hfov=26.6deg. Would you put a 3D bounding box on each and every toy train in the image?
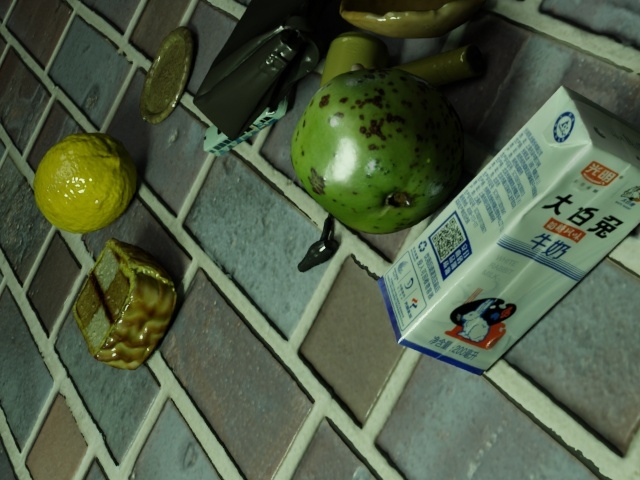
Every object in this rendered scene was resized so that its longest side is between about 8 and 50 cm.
[{"bbox_3d":[-0.117,-0.186,2.131,0.207,0.047,0.043,-23,53,51],"label":"toy train"}]

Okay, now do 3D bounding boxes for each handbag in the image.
[{"bbox_3d":[-0.053,-0.306,1.965,0.257,0.113,0.285,-40,20,53],"label":"handbag"}]

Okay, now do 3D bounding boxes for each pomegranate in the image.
[{"bbox_3d":[0.067,-0.130,1.653,0.214,0.214,0.248,-47,33,30],"label":"pomegranate"}]

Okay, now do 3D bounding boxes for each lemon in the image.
[{"bbox_3d":[-0.421,-0.104,2.424,0.193,0.180,0.181,133,148,-61],"label":"lemon"}]

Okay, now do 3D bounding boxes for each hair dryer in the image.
[{"bbox_3d":[0.106,-0.220,1.783,0.278,0.090,0.135,-10,60,48],"label":"hair dryer"},{"bbox_3d":[0.000,0.000,1.856,0.079,0.031,0.083,-39,26,53],"label":"hair dryer"}]

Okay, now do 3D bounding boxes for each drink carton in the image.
[{"bbox_3d":[0.210,-0.003,1.419,0.315,0.130,0.107,-48,37,28],"label":"drink carton"}]

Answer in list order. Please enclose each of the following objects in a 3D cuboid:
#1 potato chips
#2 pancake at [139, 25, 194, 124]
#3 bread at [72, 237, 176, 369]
[{"bbox_3d":[0.124,-0.295,1.750,0.208,0.195,0.062,12,120,40],"label":"potato chips"},{"bbox_3d":[-0.283,-0.302,2.491,0.199,0.021,0.199,-37,42,43],"label":"pancake"},{"bbox_3d":[-0.320,0.100,2.213,0.181,0.096,0.222,-62,29,10],"label":"bread"}]
